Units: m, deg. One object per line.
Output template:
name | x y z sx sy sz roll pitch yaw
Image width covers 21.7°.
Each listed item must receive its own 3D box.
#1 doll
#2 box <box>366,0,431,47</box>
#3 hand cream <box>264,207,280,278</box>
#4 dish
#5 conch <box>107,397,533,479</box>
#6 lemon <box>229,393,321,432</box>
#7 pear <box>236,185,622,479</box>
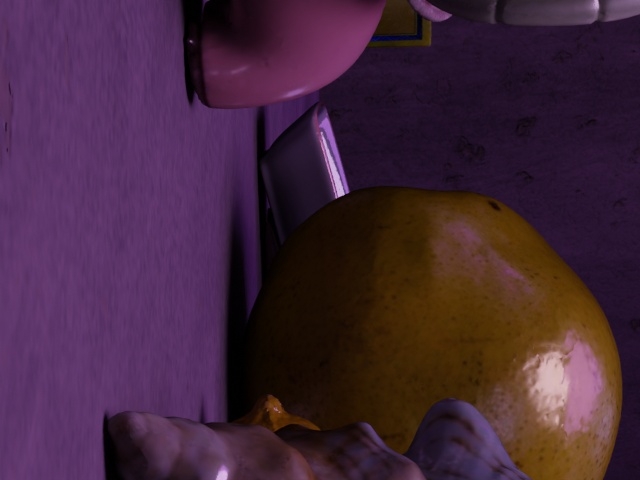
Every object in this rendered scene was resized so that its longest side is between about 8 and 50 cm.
doll | 0.060 -0.188 0.877 0.216 0.269 0.284 84 5 -45
box | 0.007 -0.210 1.205 0.220 0.141 0.064 -87 176 -56
hand cream | -0.031 0.073 1.496 0.067 0.043 0.209 -48 131 -83
dish | 0.000 0.000 1.469 0.154 0.064 0.234 -71 146 -81
conch | 0.025 0.166 0.741 0.203 0.170 0.386 -53 144 -9
lemon | -0.027 0.142 0.937 0.082 0.082 0.110 -58 154 -87
pear | 0.074 0.111 1.171 0.294 0.294 0.294 -1 90 -88
